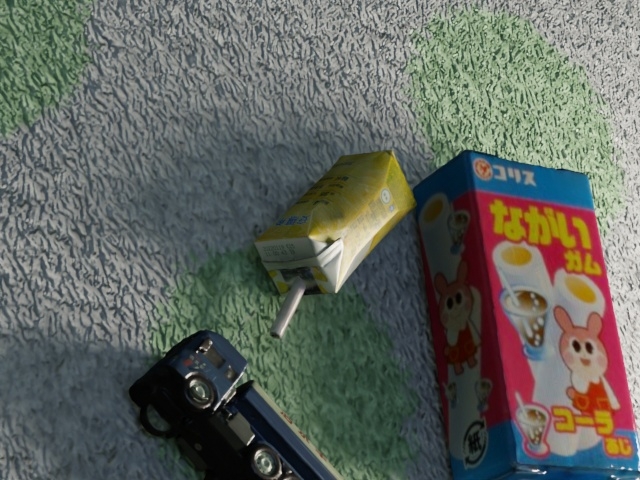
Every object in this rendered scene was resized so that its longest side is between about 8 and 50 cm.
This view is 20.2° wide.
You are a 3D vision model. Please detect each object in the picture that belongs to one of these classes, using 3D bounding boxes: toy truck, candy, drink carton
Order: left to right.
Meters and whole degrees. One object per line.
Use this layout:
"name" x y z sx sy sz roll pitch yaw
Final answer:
"toy truck" -0.055 0.163 1.433 0.201 0.074 0.088 49 44 -7
"drink carton" 0.000 0.000 1.553 0.200 0.084 0.074 -46 121 -42
"candy" 0.186 0.079 1.639 0.157 0.100 0.305 7 65 -33
